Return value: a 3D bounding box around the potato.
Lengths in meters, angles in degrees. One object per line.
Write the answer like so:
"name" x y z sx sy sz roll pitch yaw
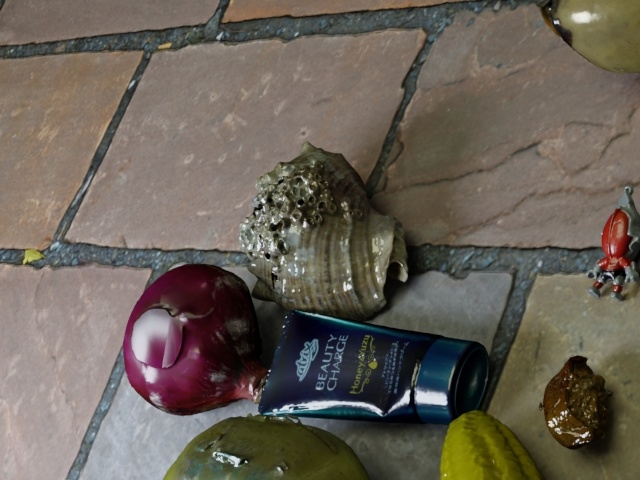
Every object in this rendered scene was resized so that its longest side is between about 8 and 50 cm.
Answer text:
"potato" -0.052 0.254 1.924 0.248 0.143 0.169 8 73 46

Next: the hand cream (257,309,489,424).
"hand cream" 0.049 0.135 1.983 0.271 0.061 0.120 2 70 44

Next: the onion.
"onion" -0.128 0.118 2.103 0.198 0.135 0.173 29 98 36

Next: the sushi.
"sushi" 0.240 0.150 1.794 0.060 0.061 0.118 -43 37 28

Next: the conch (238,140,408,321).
"conch" 0.000 0.000 2.108 0.245 0.163 0.178 31 120 36

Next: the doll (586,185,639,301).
"doll" 0.292 0.003 1.879 0.057 0.039 0.114 158 128 -76

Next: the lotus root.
"lotus root" 0.367 -0.272 1.924 0.310 0.183 0.182 -16 50 32

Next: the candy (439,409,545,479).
"candy" 0.157 0.229 1.789 0.106 0.094 0.199 -43 34 18
